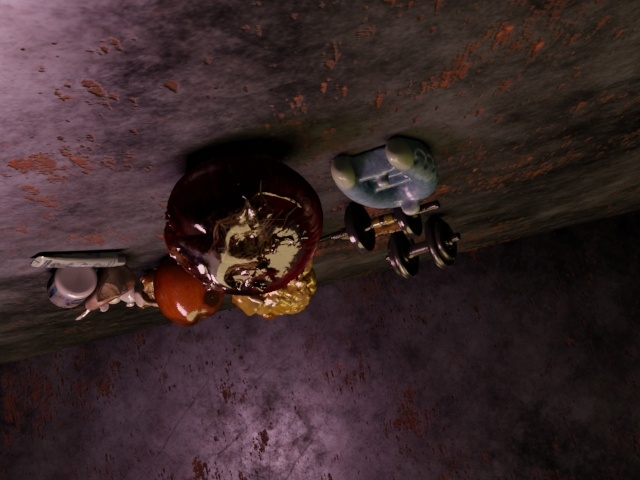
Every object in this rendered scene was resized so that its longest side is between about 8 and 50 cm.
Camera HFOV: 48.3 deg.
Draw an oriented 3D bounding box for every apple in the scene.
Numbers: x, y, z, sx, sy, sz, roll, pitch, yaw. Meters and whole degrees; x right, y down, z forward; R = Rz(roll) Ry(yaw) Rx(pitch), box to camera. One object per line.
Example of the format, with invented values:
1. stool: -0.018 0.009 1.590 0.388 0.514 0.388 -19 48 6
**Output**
1. apple: -0.387 0.146 2.126 0.230 0.230 0.230 -13 170 -2

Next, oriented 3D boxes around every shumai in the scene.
1. shumai: -0.504 0.134 2.241 0.145 0.145 0.116 -12 131 -11

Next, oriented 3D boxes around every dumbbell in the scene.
1. dumbbell: 0.360 0.024 2.523 0.290 0.192 0.192 -19 169 30
2. dumbbell: 0.172 -0.054 1.958 0.325 0.143 0.143 -18 169 25

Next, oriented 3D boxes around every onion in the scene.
1. onion: -0.146 -0.034 1.367 0.314 0.232 0.314 -4 125 -6

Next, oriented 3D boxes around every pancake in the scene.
1. pancake: 0.215 -0.047 2.328 0.257 0.056 0.212 -16 -179 -35

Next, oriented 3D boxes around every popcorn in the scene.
1. popcorn: -0.130 0.107 2.141 0.332 0.265 0.225 -42 -160 21

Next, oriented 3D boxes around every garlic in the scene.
1. garlic: -0.594 0.136 1.973 0.148 0.128 0.266 -17 165 -35

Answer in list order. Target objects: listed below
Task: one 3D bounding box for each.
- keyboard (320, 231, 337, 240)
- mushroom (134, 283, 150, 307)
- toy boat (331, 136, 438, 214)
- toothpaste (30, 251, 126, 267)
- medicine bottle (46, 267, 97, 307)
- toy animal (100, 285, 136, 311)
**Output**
1. keyboard: 0.000 0.000 2.421 0.198 0.010 0.063 -19 171 28
2. mushroom: -0.449 0.150 2.392 0.351 0.095 0.123 -14 -163 -23
3. toy boat: 0.157 -0.127 1.593 0.215 0.123 0.330 -18 168 17
4. toothpaste: -0.601 0.049 1.790 0.239 0.039 0.062 -1 160 -46
5. medicine bottle: -0.664 0.119 1.894 0.107 0.107 0.191 -8 168 -31
6. toy animal: -0.671 0.182 2.360 0.124 0.085 0.071 -5 -174 -16
